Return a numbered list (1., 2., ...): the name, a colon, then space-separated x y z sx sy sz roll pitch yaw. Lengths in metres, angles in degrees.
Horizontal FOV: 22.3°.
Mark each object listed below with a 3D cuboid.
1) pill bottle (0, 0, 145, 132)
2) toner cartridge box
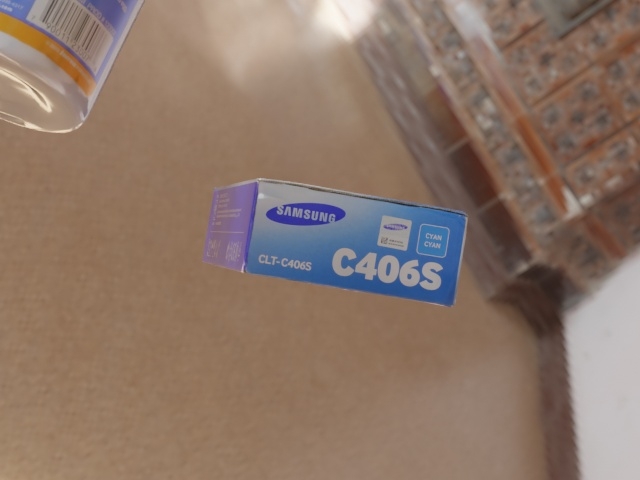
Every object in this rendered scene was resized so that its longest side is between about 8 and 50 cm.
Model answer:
1. pill bottle: -0.200 -0.235 1.280 0.152 0.152 0.272 37 67 -36
2. toner cartridge box: 0.000 0.000 1.363 0.165 0.075 0.348 8 -1 -10
